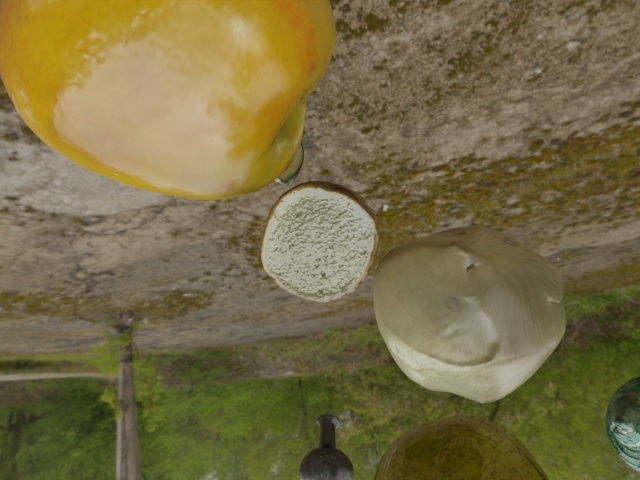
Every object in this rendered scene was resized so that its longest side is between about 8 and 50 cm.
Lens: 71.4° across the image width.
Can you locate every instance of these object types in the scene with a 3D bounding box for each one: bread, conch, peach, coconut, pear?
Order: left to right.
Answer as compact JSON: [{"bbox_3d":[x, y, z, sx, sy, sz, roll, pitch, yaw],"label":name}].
[{"bbox_3d":[-0.154,-0.185,0.449,0.307,0.289,0.289,22,157,-3],"label":"peach"},{"bbox_3d":[0.000,0.000,0.833,0.236,0.236,0.070,-16,-176,19],"label":"bread"},{"bbox_3d":[0.188,0.387,0.588,0.294,0.295,0.294,-9,162,-3],"label":"pear"},{"bbox_3d":[0.167,0.076,0.513,0.224,0.225,0.224,-9,162,-3],"label":"coconut"},{"bbox_3d":[0.601,0.320,0.805,0.134,0.196,0.202,31,-156,36],"label":"conch"}]

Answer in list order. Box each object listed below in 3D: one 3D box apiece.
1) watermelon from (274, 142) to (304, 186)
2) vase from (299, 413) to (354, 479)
[{"bbox_3d":[-0.164,-0.205,0.979,0.303,0.159,0.128,32,142,9],"label":"watermelon"},{"bbox_3d":[0.014,0.482,1.007,0.120,0.183,0.120,1,122,1],"label":"vase"}]
